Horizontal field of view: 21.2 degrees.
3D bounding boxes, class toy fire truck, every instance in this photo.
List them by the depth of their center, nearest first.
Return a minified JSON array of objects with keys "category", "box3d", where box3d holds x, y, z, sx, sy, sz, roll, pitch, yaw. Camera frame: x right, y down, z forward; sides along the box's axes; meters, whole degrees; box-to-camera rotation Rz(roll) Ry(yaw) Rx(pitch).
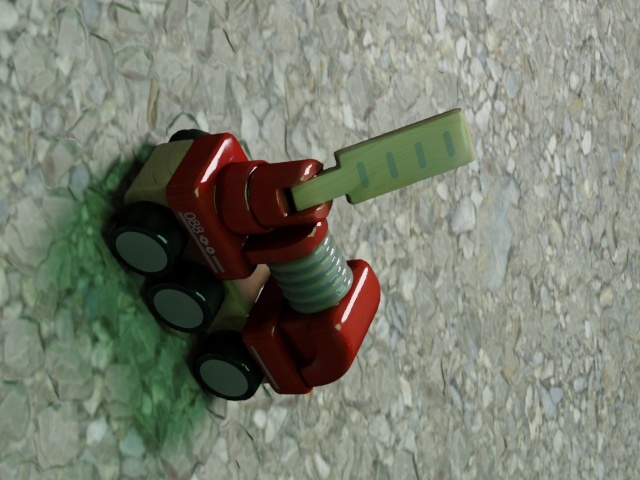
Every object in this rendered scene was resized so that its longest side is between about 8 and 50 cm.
[{"category":"toy fire truck","box3d":[0.000,0.000,1.336,0.217,0.246,0.158,61,40,-32]}]
